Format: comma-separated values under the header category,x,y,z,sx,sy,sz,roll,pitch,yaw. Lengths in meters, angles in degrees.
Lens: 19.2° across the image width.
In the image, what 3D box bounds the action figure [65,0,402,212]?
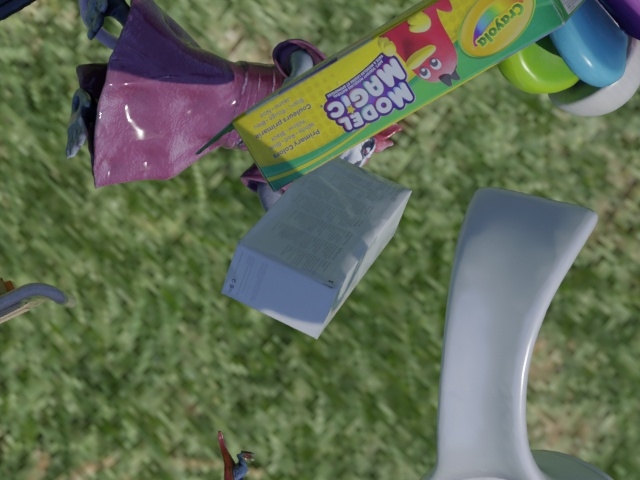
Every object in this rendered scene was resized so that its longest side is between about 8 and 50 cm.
category,x,y,z,sx,sy,sz,roll,pitch,yaw
action figure,-0.094,-0.144,2.083,0.370,0.276,0.248,8,129,-20

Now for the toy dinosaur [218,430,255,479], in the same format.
category,x,y,z,sx,sy,sz,roll,pitch,yaw
toy dinosaur,-0.095,0.262,1.992,0.047,0.090,0.082,-45,-169,41

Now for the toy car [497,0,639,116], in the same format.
category,x,y,z,sx,sy,sz,roll,pitch,yaw
toy car,0.194,-0.174,1.263,0.159,0.136,0.182,44,80,-29

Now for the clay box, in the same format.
category,x,y,z,sx,sy,sz,roll,pitch,yaw
clay box,0.042,-0.098,1.092,0.222,0.053,0.127,-30,-175,19

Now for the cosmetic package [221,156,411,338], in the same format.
category,x,y,z,sx,sy,sz,roll,pitch,yaw
cosmetic package,0.000,0.000,1.728,0.239,0.099,0.060,-50,161,-60

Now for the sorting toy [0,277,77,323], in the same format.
category,x,y,z,sx,sy,sz,roll,pitch,yaw
sorting toy,-0.293,0.069,1.441,0.208,0.038,0.193,-21,179,-5

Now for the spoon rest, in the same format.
category,x,y,z,sx,sy,sz,roll,pitch,yaw
spoon rest,0.093,0.106,0.857,0.084,0.137,0.276,-55,146,-38

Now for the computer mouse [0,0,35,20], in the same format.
category,x,y,z,sx,sy,sz,roll,pitch,yaw
computer mouse,-0.234,-0.216,1.185,0.262,0.060,0.184,-25,97,-18
